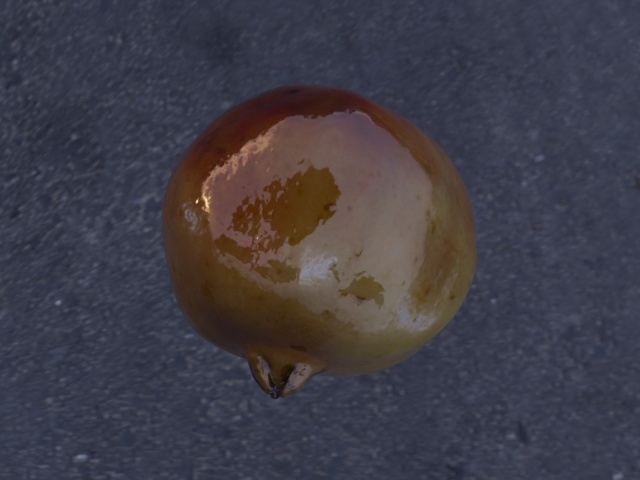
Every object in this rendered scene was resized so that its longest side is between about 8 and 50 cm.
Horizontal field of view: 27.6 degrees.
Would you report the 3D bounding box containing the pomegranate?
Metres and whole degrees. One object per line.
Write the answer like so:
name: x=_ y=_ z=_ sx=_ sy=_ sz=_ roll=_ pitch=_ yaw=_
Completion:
pomegranate: x=-0.001 y=-0.006 z=0.858 sx=0.209 sy=0.209 sz=0.209 roll=5 pitch=79 yaw=-26
